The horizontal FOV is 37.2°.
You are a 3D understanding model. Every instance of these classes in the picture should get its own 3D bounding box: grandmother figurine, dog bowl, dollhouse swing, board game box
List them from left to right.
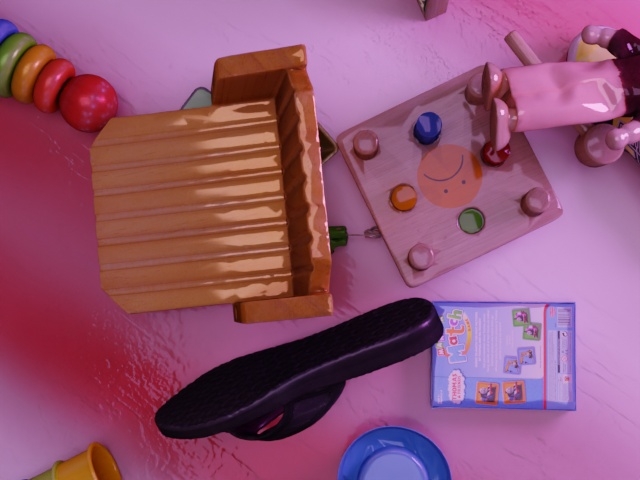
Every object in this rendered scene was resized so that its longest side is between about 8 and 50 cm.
[{"bbox_3d":[-0.166,-0.057,1.300,0.304,0.315,0.347,-4,87,-8],"label":"dollhouse swing"},{"bbox_3d":[0.094,0.415,1.394,0.165,0.074,0.297,12,88,5],"label":"dog bowl"},{"bbox_3d":[0.269,0.170,1.413,0.211,0.039,0.160,1,86,4],"label":"board game box"},{"bbox_3d":[0.395,-0.206,1.279,0.342,0.104,0.208,-4,70,1],"label":"grandmother figurine"}]

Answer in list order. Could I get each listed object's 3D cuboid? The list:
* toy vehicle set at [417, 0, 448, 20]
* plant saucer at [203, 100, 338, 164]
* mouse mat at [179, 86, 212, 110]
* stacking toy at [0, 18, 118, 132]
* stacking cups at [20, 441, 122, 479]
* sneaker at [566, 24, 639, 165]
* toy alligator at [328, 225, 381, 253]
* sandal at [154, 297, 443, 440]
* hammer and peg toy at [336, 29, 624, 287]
[{"bbox_3d":[0.139,-0.432,1.349,0.035,0.267,0.166,-23,84,2],"label":"toy vehicle set"},{"bbox_3d":[-0.098,-0.146,1.459,0.188,0.045,0.188,-41,85,1],"label":"plant saucer"},{"bbox_3d":[-0.153,-0.122,1.435,0.189,0.007,0.153,36,90,6],"label":"mouse mat"},{"bbox_3d":[-0.462,-0.268,1.458,0.330,0.141,0.141,26,89,2],"label":"stacking toy"},{"bbox_3d":[-0.455,0.417,1.435,0.316,0.096,0.096,-29,85,6],"label":"stacking cups"},{"bbox_3d":[0.504,-0.162,1.363,0.145,0.147,0.385,-39,83,3],"label":"sneaker"},{"bbox_3d":[0.000,0.000,1.442,0.189,0.056,0.051,4,129,3],"label":"toy alligator"},{"bbox_3d":[-0.027,0.216,1.377,0.445,0.167,0.107,-20,107,6],"label":"sandal"},{"bbox_3d":[0.232,-0.123,1.392,0.361,0.127,0.266,-27,84,0],"label":"hammer and peg toy"}]
